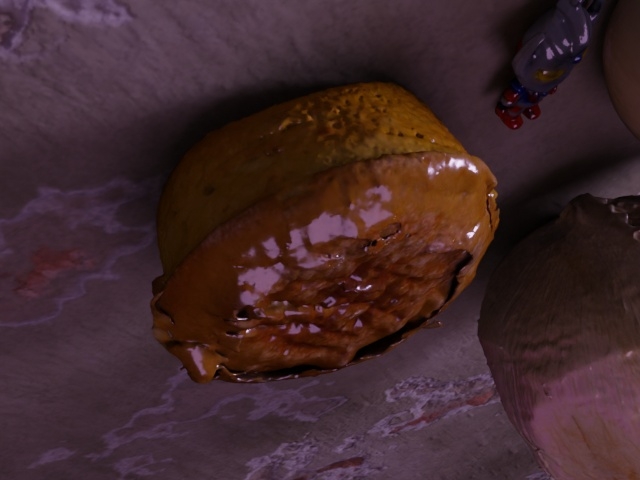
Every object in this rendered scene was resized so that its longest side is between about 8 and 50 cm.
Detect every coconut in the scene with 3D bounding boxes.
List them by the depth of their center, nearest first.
[{"bbox_3d":[0.396,0.107,1.165,0.405,0.404,0.404,-15,149,-10],"label":"coconut"}]

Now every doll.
[{"bbox_3d":[0.226,-0.181,0.903,0.104,0.062,0.194,-12,155,-13],"label":"doll"}]

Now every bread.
[{"bbox_3d":[-0.003,0.001,0.915,0.358,0.204,0.337,-26,146,1],"label":"bread"}]

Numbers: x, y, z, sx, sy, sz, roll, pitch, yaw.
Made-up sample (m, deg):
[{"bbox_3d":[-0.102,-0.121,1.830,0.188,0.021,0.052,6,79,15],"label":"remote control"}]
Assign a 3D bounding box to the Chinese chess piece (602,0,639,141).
[{"bbox_3d":[0.460,-0.214,0.919,0.338,0.140,0.338,-16,147,-11],"label":"Chinese chess piece"}]
